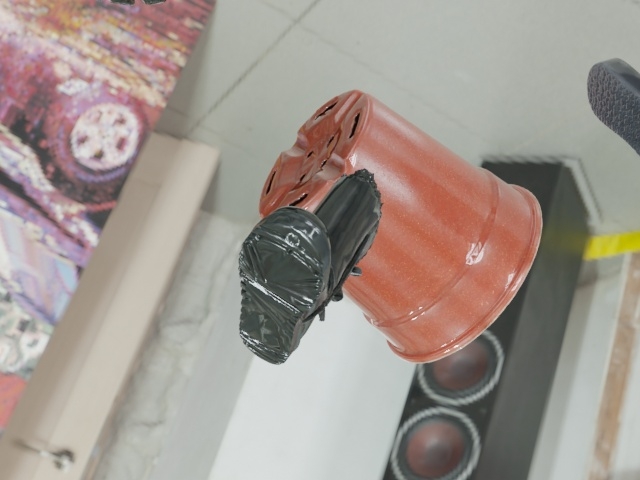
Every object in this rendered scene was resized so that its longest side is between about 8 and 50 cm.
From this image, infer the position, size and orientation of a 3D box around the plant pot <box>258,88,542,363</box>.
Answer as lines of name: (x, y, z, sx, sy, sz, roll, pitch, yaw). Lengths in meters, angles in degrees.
plant pot: (0.085, -0.032, 1.369, 0.265, 0.272, 0.272, 37, 148, -23)

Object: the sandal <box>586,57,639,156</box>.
sandal: (0.365, -0.112, 1.142, 0.054, 0.254, 0.097, -16, 138, -13)

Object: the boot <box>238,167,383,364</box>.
boot: (0.001, 0.000, 0.567, 0.045, 0.099, 0.121, 30, 144, 12)

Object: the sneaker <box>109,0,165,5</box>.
sneaker: (-0.080, -0.267, 0.784, 0.313, 0.136, 0.116, -13, 153, 1)
